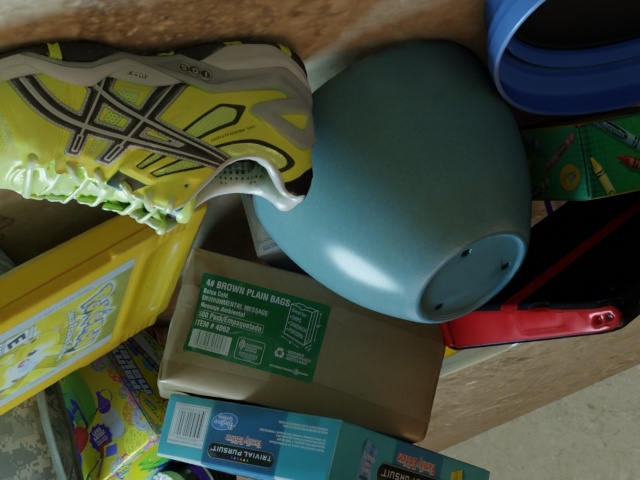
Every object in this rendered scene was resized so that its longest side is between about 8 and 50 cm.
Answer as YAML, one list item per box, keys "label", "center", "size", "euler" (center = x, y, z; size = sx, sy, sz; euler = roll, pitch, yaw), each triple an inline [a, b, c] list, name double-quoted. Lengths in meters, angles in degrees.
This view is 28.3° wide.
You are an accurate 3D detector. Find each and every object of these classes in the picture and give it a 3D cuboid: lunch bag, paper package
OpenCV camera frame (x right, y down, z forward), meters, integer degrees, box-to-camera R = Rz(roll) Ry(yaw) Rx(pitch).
- label: "lunch bag"
  center: [-0.441, 0.238, 1.597]
  size: [0.235, 0.287, 0.169]
  euler: [-14, 179, -4]
- label: "paper package"
  center: [-0.028, 0.144, 1.583]
  size: [0.325, 0.168, 0.309]
  euler: [14, 167, -4]

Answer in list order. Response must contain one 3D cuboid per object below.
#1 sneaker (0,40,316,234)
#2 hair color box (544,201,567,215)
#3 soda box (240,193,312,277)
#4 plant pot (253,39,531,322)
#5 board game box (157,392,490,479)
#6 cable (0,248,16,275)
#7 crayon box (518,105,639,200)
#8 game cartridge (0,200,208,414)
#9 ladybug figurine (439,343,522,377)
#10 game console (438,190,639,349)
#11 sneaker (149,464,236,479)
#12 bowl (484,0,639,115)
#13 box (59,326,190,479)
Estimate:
- label: "sneaker"
  center: [-0.178, -0.084, 1.122]
  size: [0.384, 0.147, 0.145]
  euler: [-9, 161, -18]
- label: "hair color box"
  center: [0.484, -0.079, 1.684]
  size: [0.339, 0.110, 0.185]
  euler: [-17, 179, -4]
- label: "soda box"
  center: [0.000, 0.000, 1.580]
  size: [0.098, 0.091, 0.286]
  euler: [-21, 160, 11]
- label: "plant pot"
  center: [0.104, -0.031, 1.300]
  size: [0.290, 0.195, 0.290]
  euler: [-24, 147, -17]
- label: "board game box"
  center: [0.011, 0.270, 1.532]
  size: [0.253, 0.079, 0.336]
  euler: [3, 164, 38]
- label: "cable"
  center: [-0.462, 0.082, 1.425]
  size: [0.257, 0.089, 0.257]
  euler: [-15, 161, -3]
- label: "crayon box"
  center: [0.297, -0.098, 1.416]
  size: [0.165, 0.081, 0.278]
  euler: [-12, -174, -17]
- label: "game cartridge"
  center: [-0.288, 0.086, 1.436]
  size: [0.323, 0.053, 0.285]
  euler: [-29, 162, -31]
- label: "ladybug figurine"
  center: [0.168, 0.102, 1.893]
  size: [0.449, 0.162, 0.305]
  euler: [-25, 159, 19]
- label: "game console"
  center: [0.332, -0.001, 1.365]
  size: [0.386, 0.060, 0.342]
  euler: [-34, -168, -26]
- label: "sneaker"
  center: [-0.200, 0.413, 1.867]
  size: [0.146, 0.102, 0.293]
  euler: [-20, 156, -40]
- label: "bowl"
  center: [0.339, -0.248, 1.214]
  size: [0.391, 0.077, 0.391]
  euler: [-16, 160, -6]
- label: "box"
  center: [-0.292, 0.278, 1.824]
  size: [0.290, 0.177, 0.279]
  euler: [-42, 159, 21]
